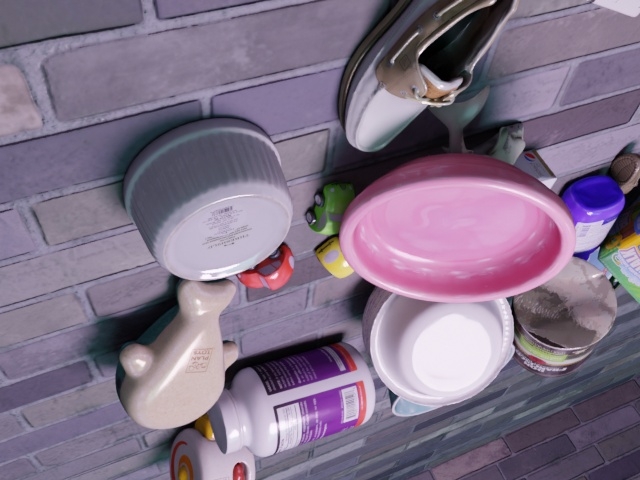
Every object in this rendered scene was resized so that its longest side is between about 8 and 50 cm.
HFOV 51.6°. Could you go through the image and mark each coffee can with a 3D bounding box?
[{"bbox_3d":[0.516,0.173,1.456,0.201,0.202,0.275,-27,154,0],"label":"coffee can"}]

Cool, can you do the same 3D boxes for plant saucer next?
[{"bbox_3d":[0.195,-0.018,0.968,0.332,0.084,0.332,5,149,3],"label":"plant saucer"}]

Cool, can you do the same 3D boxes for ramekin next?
[{"bbox_3d":[-0.133,-0.040,0.832,0.207,0.109,0.207,-19,148,-12],"label":"ramekin"}]

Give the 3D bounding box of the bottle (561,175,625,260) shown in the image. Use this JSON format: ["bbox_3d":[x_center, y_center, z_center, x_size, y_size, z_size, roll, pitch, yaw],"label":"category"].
[{"bbox_3d":[0.541,-0.018,1.398,0.118,0.092,0.283,-17,148,-7],"label":"bottle"}]

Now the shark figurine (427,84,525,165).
[{"bbox_3d":[0.204,-0.130,0.977,0.278,0.116,0.166,10,100,-56],"label":"shark figurine"}]

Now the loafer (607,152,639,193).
[{"bbox_3d":[0.609,-0.131,1.325,0.050,0.056,0.148,-22,159,-10],"label":"loafer"}]

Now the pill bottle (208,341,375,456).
[{"bbox_3d":[-0.061,0.331,1.371,0.322,0.181,0.181,-11,145,-25],"label":"pill bottle"}]

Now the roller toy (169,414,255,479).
[{"bbox_3d":[-0.248,0.508,1.478,0.146,0.191,0.209,1,139,-37],"label":"roller toy"}]

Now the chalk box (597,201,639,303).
[{"bbox_3d":[0.712,0.020,1.392,0.289,0.179,0.180,-41,-176,38],"label":"chalk box"}]

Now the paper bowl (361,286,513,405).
[{"bbox_3d":[0.230,0.182,1.264,0.284,0.148,0.284,-2,105,-8],"label":"paper bowl"}]

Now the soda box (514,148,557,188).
[{"bbox_3d":[0.337,-0.061,1.196,0.069,0.074,0.216,-14,147,-21],"label":"soda box"}]

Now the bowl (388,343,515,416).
[{"bbox_3d":[0.272,0.259,1.536,0.311,0.163,0.311,-19,148,-12],"label":"bowl"}]

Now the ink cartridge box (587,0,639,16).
[{"bbox_3d":[0.252,-0.320,0.673,0.203,0.148,0.086,-1,142,-35],"label":"ink cartridge box"}]

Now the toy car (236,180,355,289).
[{"bbox_3d":[0.000,0.000,1.047,0.239,0.053,0.225,-8,144,-29],"label":"toy car"}]

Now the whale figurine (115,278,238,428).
[{"bbox_3d":[-0.234,0.169,1.077,0.216,0.141,0.272,5,112,-42],"label":"whale figurine"}]

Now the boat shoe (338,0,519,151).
[{"bbox_3d":[0.117,-0.208,0.779,0.113,0.103,0.302,-5,142,-33],"label":"boat shoe"}]

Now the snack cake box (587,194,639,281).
[{"bbox_3d":[0.769,-0.013,1.587,0.152,0.089,0.264,-7,143,-28],"label":"snack cake box"}]
